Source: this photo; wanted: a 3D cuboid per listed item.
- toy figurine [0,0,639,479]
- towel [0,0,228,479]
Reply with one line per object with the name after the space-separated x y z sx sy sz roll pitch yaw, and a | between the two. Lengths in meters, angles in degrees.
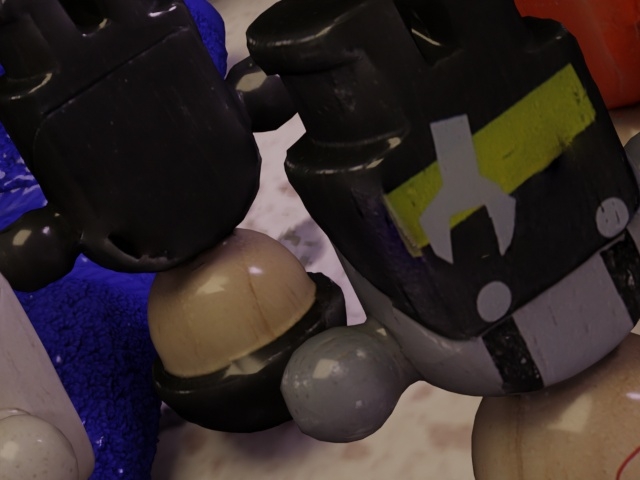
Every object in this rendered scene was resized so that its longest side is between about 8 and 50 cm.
0.000 0.000 0.454 0.213 0.148 0.209 -18 22 22 | toy figurine
-0.151 0.045 0.620 0.227 0.076 0.308 -19 41 23 | towel
